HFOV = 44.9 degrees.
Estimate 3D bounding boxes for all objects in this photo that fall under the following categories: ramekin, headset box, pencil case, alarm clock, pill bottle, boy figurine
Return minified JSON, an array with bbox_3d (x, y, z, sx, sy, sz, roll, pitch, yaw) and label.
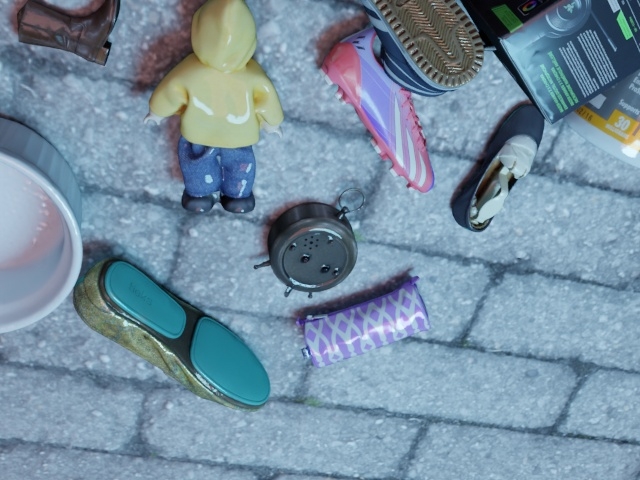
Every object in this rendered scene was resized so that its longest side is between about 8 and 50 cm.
[{"bbox_3d":[-0.441,-0.027,0.995,0.277,0.135,0.277,-4,123,-6],"label":"ramekin"},{"bbox_3d":[0.294,-0.294,0.867,0.283,0.246,0.131,-33,124,16],"label":"headset box"},{"bbox_3d":[0.068,0.128,1.203,0.206,0.086,0.088,-19,95,2],"label":"pencil case"},{"bbox_3d":[0.000,0.000,1.124,0.129,0.064,0.192,29,110,-23],"label":"alarm clock"},{"bbox_3d":[0.446,-0.240,0.981,0.162,0.162,0.278,17,118,-18],"label":"pill bottle"},{"bbox_3d":[-0.134,-0.172,0.978,0.177,0.092,0.285,-1,121,-8],"label":"boy figurine"}]

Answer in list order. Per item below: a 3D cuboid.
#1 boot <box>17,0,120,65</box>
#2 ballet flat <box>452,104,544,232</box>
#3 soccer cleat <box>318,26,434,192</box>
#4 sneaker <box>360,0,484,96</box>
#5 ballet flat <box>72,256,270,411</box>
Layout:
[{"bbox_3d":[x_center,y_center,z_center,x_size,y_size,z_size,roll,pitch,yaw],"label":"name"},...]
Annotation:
[{"bbox_3d":[-0.303,-0.271,0.926,0.114,0.037,0.106,17,115,-13],"label":"boot"},{"bbox_3d":[0.260,-0.094,1.098,0.074,0.074,0.203,22,116,-20],"label":"ballet flat"},{"bbox_3d":[0.097,-0.165,1.026,0.095,0.083,0.248,-37,117,9],"label":"soccer cleat"},{"bbox_3d":[0.083,-0.288,0.892,0.099,0.153,0.282,-30,90,2],"label":"sneaker"},{"bbox_3d":[-0.223,0.152,1.164,0.123,0.123,0.348,-39,120,15],"label":"ballet flat"}]
